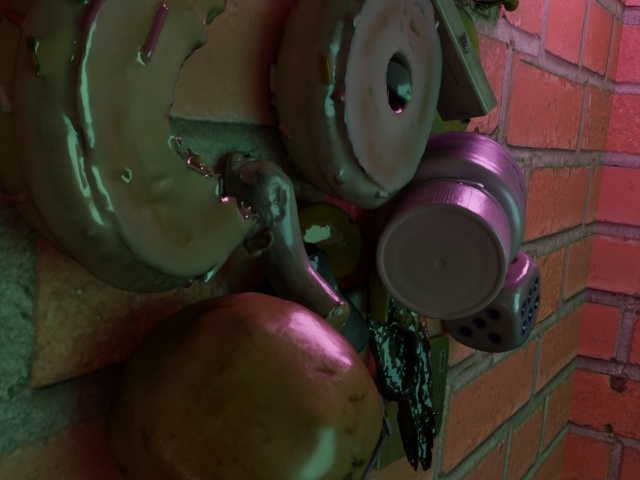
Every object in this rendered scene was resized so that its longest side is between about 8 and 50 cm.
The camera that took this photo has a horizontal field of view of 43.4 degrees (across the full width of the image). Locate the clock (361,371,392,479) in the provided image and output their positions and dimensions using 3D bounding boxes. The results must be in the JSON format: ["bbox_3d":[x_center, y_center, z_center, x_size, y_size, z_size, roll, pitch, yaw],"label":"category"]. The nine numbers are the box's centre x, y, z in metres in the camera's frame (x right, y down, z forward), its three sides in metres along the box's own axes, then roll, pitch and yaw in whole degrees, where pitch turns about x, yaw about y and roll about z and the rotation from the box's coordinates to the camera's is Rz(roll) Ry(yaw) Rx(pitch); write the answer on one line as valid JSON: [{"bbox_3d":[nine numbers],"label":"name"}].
[{"bbox_3d":[0.035,0.373,1.424,0.253,0.083,0.186,-56,142,-37],"label":"clock"}]

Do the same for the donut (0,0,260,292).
[{"bbox_3d":[-0.191,-0.125,0.804,0.307,0.150,0.370,-28,122,-54],"label":"donut"}]

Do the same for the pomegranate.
[{"bbox_3d":[-0.080,0.223,0.948,0.333,0.333,0.332,-26,121,-56],"label":"pomegranate"}]

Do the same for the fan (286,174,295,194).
[{"bbox_3d":[-0.093,-0.046,1.141,0.193,0.016,0.038,-39,123,-51],"label":"fan"}]

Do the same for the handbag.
[{"bbox_3d":[-0.024,0.143,1.229,0.191,0.075,0.332,-49,146,-14],"label":"handbag"}]

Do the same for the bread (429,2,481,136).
[{"bbox_3d":[0.270,-0.344,1.666,0.301,0.045,0.301,-23,118,-56],"label":"bread"}]

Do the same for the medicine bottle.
[{"bbox_3d":[0.226,-0.031,1.399,0.325,0.256,0.256,-60,149,-62],"label":"medicine bottle"}]

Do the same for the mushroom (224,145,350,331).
[{"bbox_3d":[-0.049,0.003,1.068,0.278,0.096,0.099,66,24,4],"label":"mushroom"}]

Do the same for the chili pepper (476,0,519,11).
[{"bbox_3d":[0.409,-0.557,1.847,0.202,0.050,0.051,-20,79,-55],"label":"chili pepper"}]

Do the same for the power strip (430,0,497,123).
[{"bbox_3d":[0.182,-0.360,1.342,0.043,0.106,0.367,-46,118,-31],"label":"power strip"}]

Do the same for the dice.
[{"bbox_3d":[0.403,0.134,1.893,0.193,0.192,0.194,-48,136,-45],"label":"dice"}]

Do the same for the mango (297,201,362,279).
[{"bbox_3d":[0.002,-0.002,1.252,0.178,0.090,0.115,37,76,-49],"label":"mango"}]

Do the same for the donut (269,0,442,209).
[{"bbox_3d":[0.060,-0.238,1.221,0.383,0.143,0.382,-29,124,-55],"label":"donut"}]

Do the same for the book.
[{"bbox_3d":[0.200,0.341,1.758,0.352,0.035,0.239,-2,98,-60],"label":"book"}]

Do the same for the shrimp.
[{"bbox_3d":[0.149,0.216,1.484,0.272,0.085,0.444,-14,95,-70],"label":"shrimp"}]

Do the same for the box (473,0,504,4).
[{"bbox_3d":[0.370,-0.632,1.674,0.180,0.103,0.250,-41,128,-49],"label":"box"}]
